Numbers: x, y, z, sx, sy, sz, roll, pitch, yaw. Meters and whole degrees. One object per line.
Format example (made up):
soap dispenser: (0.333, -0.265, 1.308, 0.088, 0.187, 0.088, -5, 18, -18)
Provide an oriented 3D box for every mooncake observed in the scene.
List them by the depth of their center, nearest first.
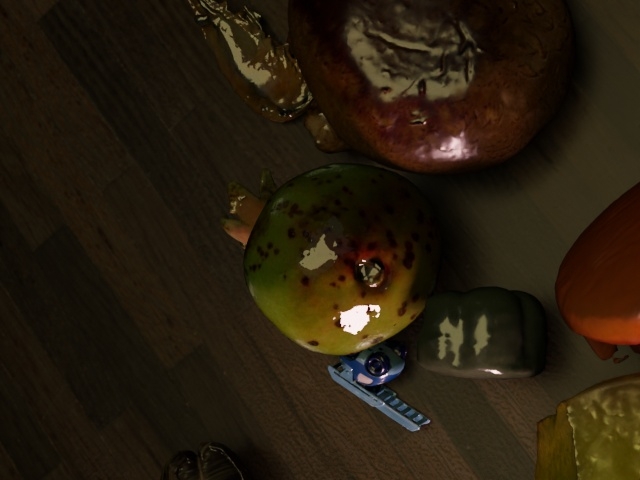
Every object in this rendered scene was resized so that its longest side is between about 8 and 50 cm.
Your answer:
mooncake: (0.172, 0.105, 1.699, 0.169, 0.175, 0.104, -2, 87, -22)

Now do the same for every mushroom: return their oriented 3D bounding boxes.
mushroom: (0.128, -0.237, 1.732, 0.345, 0.239, 0.345, 0, 97, -2)

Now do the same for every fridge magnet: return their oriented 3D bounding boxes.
fridge magnet: (0.410, -0.003, 1.546, 0.364, 0.363, 0.155, -28, 106, 16)

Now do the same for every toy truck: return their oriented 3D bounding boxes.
toy truck: (0.077, 0.161, 1.788, 0.136, 0.063, 0.074, 33, 119, 23)

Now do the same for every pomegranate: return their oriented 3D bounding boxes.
pomegranate: (0.015, -0.007, 1.750, 0.231, 0.231, 0.286, -42, 41, 12)

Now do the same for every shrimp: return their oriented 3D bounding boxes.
shrimp: (-0.091, -0.269, 1.896, 0.117, 0.066, 0.262, -31, 89, 0)

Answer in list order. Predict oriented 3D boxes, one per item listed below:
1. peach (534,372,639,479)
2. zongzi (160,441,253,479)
peach: (0.389, 0.333, 1.559, 0.306, 0.242, 0.380, -11, 70, -1)
zongzi: (-0.176, 0.424, 1.764, 0.318, 0.154, 0.289, -30, 69, -13)
